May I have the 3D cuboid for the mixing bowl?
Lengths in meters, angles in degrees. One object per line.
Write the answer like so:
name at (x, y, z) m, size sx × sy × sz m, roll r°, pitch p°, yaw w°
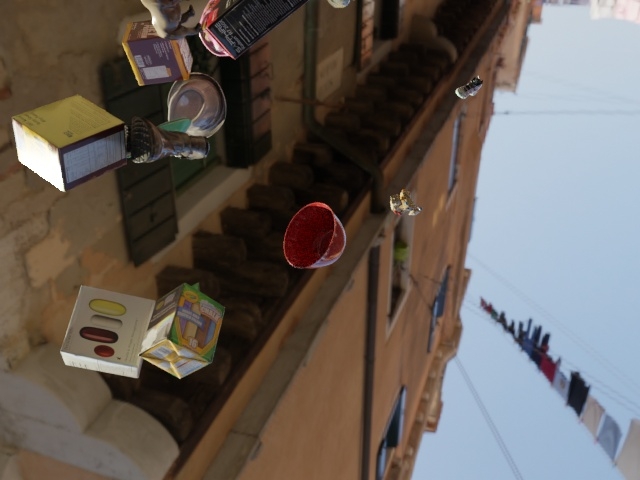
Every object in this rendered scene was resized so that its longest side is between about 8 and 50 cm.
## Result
mixing bowl at (0.000, 0.000, 1.781) m, size 0.098 × 0.181 × 0.181 m, roll 26°, pitch -172°, yaw -44°

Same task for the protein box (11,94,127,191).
protein box at (-0.658, -0.261, 1.774) m, size 0.199 × 0.136 × 0.201 m, roll 31°, pitch -137°, yaw 25°

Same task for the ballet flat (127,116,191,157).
ballet flat at (-0.517, -0.315, 2.124) m, size 0.247 × 0.083 × 0.087 m, roll -18°, pitch -101°, yaw -9°

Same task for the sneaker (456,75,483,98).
sneaker at (0.442, -0.456, 1.971) m, size 0.098 × 0.069 × 0.038 m, roll -27°, pitch -107°, yaw -43°

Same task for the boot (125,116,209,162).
boot at (-0.401, -0.265, 1.814) m, size 0.222 × 0.118 × 0.338 m, roll 3°, pitch -169°, yaw -25°

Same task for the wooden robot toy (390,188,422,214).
wooden robot toy at (0.281, -0.138, 2.307) m, size 0.076 × 0.079 × 0.173 m, roll -23°, pitch 156°, yaw 34°

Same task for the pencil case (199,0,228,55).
pencil case at (-0.280, -0.732, 2.163) m, size 0.167 × 0.160 × 0.386 m, roll 26°, pitch -145°, yaw -12°

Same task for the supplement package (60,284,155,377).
supplement package at (-0.577, 0.252, 1.843) m, size 0.203 × 0.149 × 0.194 m, roll 13°, pitch -116°, yaw -9°

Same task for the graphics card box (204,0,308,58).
graphics card box at (-0.059, -0.544, 1.363) m, size 0.371 × 0.094 × 0.233 m, roll -34°, pitch -152°, yaw 19°

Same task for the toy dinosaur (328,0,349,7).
toy dinosaur at (0.048, -0.777, 2.058) m, size 0.121 × 0.160 × 0.313 m, roll -33°, pitch -172°, yaw -21°

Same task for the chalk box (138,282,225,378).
chalk box at (-0.331, 0.203, 1.647) m, size 0.132 × 0.132 × 0.213 m, roll -31°, pitch -146°, yaw 36°

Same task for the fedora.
fedora at (-0.490, -0.499, 2.544) m, size 0.275 × 0.244 × 0.124 m, roll -32°, pitch -171°, yaw 30°

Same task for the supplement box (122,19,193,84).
supplement box at (-0.595, -0.698, 2.476) m, size 0.194 × 0.191 × 0.129 m, roll -5°, pitch -131°, yaw 6°

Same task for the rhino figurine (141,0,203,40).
rhino figurine at (-0.353, -0.554, 1.528) m, size 0.106 × 0.243 × 0.073 m, roll -26°, pitch -120°, yaw -6°
